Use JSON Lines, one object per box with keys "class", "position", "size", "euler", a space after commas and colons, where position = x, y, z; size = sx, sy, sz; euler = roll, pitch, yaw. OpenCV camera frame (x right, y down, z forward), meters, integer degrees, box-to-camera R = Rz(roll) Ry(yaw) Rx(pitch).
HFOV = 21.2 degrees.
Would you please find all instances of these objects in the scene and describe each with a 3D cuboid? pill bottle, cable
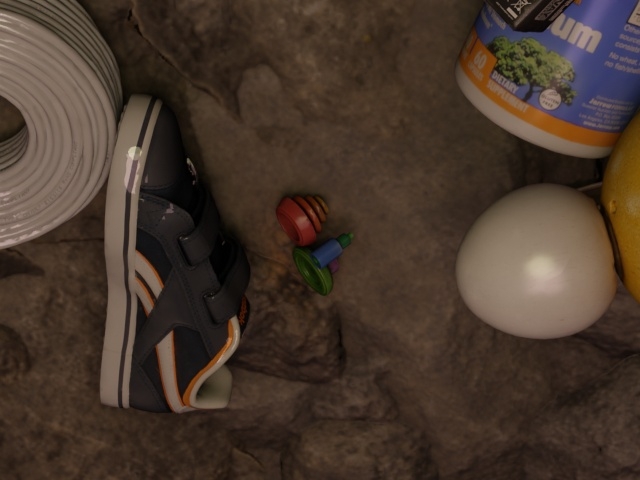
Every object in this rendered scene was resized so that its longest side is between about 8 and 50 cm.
{"class": "pill bottle", "position": [0.223, -0.213, 1.320], "size": [0.152, 0.152, 0.272], "euler": [20, 117, -9]}
{"class": "cable", "position": [-0.293, -0.107, 1.410], "size": [0.257, 0.089, 0.257], "euler": [-12, 130, 4]}

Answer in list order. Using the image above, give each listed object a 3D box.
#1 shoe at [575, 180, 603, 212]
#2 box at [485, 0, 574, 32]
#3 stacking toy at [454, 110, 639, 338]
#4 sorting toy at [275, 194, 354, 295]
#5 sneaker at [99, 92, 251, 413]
{"class": "shoe", "position": [0.258, -0.018, 1.469], "size": [0.219, 0.076, 0.058], "euler": [-11, 123, 10]}
{"class": "box", "position": [0.128, -0.340, 1.215], "size": [0.307, 0.076, 0.242], "euler": [48, 113, 13]}
{"class": "stacking toy", "position": [0.332, -0.035, 1.271], "size": [0.479, 0.351, 0.351], "euler": [-14, 118, 0]}
{"class": "sorting toy", "position": [0.000, 0.000, 1.508], "size": [0.042, 0.061, 0.102], "euler": [-35, 125, -18]}
{"class": "sneaker", "position": [-0.120, 0.017, 1.477], "size": [0.127, 0.126, 0.321], "euler": [8, 129, 2]}
